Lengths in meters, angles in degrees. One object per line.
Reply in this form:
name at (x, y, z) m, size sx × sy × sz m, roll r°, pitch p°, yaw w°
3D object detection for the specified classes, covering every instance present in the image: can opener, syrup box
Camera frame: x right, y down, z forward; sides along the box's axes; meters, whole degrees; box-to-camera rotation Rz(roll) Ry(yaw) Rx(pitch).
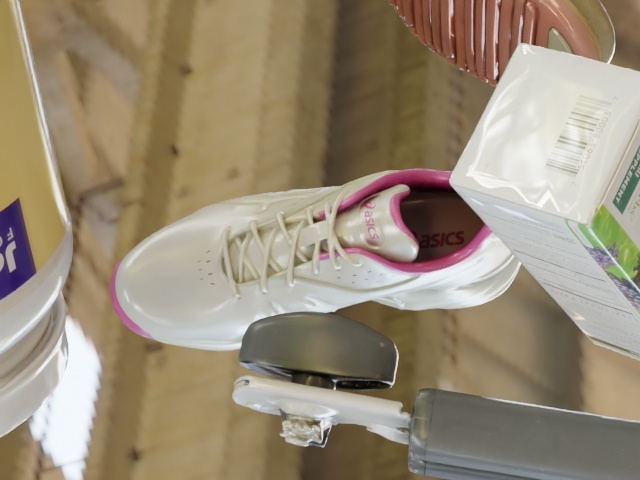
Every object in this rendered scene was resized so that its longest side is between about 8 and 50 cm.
can opener at (0.080, 0.105, 1.240) m, size 0.074 × 0.280 × 0.093 m, roll 82°, pitch -158°, yaw -72°
syrup box at (0.175, -0.010, 1.152) m, size 0.237 × 0.096 × 0.093 m, roll 43°, pitch -109°, yaw -52°

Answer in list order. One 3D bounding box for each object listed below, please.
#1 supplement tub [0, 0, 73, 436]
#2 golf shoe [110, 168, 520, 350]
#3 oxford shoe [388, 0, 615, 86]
supplement tub at (-0.276, -0.055, 1.144) m, size 0.241 × 0.241 × 0.331 m, roll -63°, pitch -31°, yaw -55°
golf shoe at (0.000, 0.000, 1.419) m, size 0.140 × 0.306 × 0.115 m, roll 102°, pitch 155°, yaw -73°
oxford shoe at (0.088, -0.250, 1.396) m, size 0.397 × 0.146 × 0.140 m, roll 48°, pitch 155°, yaw 28°
